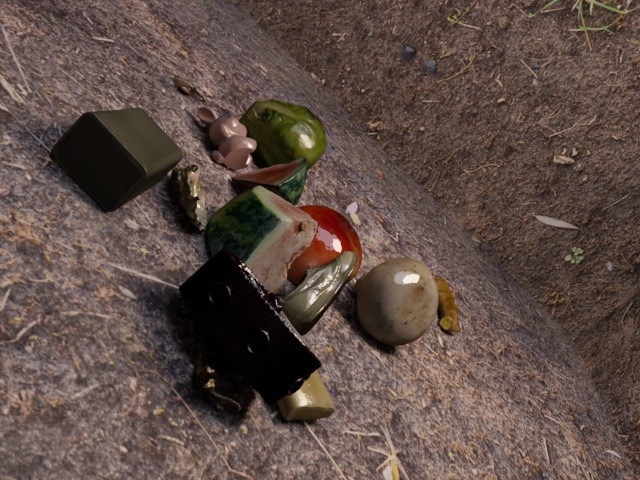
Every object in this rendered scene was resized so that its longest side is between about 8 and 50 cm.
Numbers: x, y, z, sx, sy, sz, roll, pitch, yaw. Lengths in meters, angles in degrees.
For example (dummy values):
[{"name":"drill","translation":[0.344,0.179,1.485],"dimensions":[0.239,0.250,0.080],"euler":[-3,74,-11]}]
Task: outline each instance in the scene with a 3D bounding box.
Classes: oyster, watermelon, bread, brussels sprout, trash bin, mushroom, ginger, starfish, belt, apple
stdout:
[{"name":"oyster","translation":[-0.290,-0.101,1.626],"dimensions":[0.133,0.072,0.209],"euler":[76,1,-59]},{"name":"watermelon","translation":[-0.122,-0.126,1.929],"dimensions":[0.207,0.202,0.136],"euler":[-49,124,-76]},{"name":"watermelon","translation":[-0.139,0.003,1.655],"dimensions":[0.232,0.193,0.310],"euler":[25,15,-15]},{"name":"bread","translation":[-0.054,0.263,1.429],"dimensions":[0.139,0.060,0.178],"euler":[22,32,-50]},{"name":"brussels sprout","translation":[-0.116,-0.320,2.226],"dimensions":[0.271,0.210,0.219],"euler":[36,42,1]},{"name":"trash bin","translation":[-0.390,-0.171,1.475],"dimensions":[0.164,0.122,0.240],"euler":[47,17,-4]},{"name":"mushroom","translation":[0.186,0.158,1.983],"dimensions":[0.243,0.243,0.243],"euler":[41,20,-19]},{"name":"ginger","translation":[0.431,0.226,2.543],"dimensions":[0.118,0.065,0.299],"euler":[38,23,-14]},{"name":"starfish","translation":[-0.188,0.234,1.238],"dimensions":[0.130,0.041,0.133],"euler":[43,-13,46]},{"name":"belt","translation":[-0.135,0.161,1.316],"dimensions":[0.289,0.164,0.184],"euler":[48,-4,25]},{"name":"apple","translation":[0.000,0.000,1.908],"dimensions":[0.251,0.163,0.293],"euler":[54,18,14]}]

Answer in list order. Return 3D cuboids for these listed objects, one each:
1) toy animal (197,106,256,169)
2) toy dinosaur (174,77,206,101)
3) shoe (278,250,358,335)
[{"name":"toy animal","translation":[-0.256,-0.298,2.012],"dimensions":[0.124,0.124,0.212],"euler":[19,38,-54]},{"name":"toy dinosaur","translation":[-0.388,-0.446,2.135],"dimensions":[0.058,0.037,0.180],"euler":[50,18,20]},{"name":"shoe","translation":[-0.002,0.103,1.708],"dimensions":[0.098,0.103,0.275],"euler":[38,42,6]}]
